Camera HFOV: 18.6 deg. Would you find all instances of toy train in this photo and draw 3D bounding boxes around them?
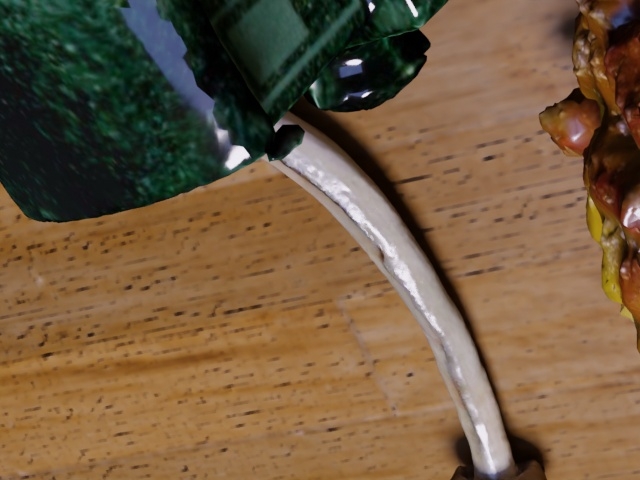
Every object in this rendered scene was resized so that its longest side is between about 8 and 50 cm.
[{"bbox_3d":[-0.076,-0.159,0.576,0.138,0.178,0.330,-10,121,44],"label":"toy train"}]

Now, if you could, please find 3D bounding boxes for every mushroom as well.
[{"bbox_3d":[0.000,0.001,0.771,0.068,0.043,0.306,-36,106,11],"label":"mushroom"}]

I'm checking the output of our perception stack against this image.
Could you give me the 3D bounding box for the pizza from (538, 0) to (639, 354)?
[{"bbox_3d":[0.122,-0.019,0.591,0.081,0.290,0.229,-11,166,-8],"label":"pizza"}]
